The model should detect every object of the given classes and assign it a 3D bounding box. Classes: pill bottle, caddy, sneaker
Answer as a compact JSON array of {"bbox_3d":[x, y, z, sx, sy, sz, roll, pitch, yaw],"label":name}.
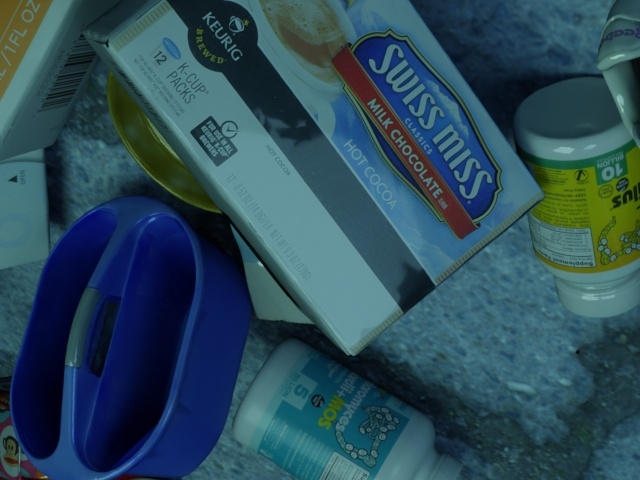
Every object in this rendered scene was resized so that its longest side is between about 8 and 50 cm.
[{"bbox_3d":[0.036,0.240,1.618,0.264,0.146,0.146,30,139,8],"label":"pill bottle"},{"bbox_3d":[-0.229,0.120,1.562,0.241,0.341,0.179,5,165,32],"label":"caddy"},{"bbox_3d":[0.248,-0.035,1.238,0.117,0.117,0.208,8,130,30],"label":"pill bottle"},{"bbox_3d":[0.322,-0.075,1.124,0.114,0.152,0.305,-25,111,44],"label":"sneaker"}]

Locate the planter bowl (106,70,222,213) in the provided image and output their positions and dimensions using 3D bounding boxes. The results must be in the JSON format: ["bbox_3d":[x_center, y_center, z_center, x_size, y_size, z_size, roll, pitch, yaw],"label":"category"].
[{"bbox_3d":[-0.110,-0.140,1.415,0.217,0.090,0.217,20,135,20],"label":"planter bowl"}]

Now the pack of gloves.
[{"bbox_3d":[0.000,0.000,1.519,0.195,0.046,0.232,3,133,18],"label":"pack of gloves"}]

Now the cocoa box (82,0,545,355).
[{"bbox_3d":[-0.011,-0.116,1.205,0.347,0.228,0.231,53,175,-16],"label":"cocoa box"}]

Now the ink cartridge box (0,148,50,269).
[{"bbox_3d":[-0.515,-0.065,1.573,0.091,0.384,0.308,57,152,36],"label":"ink cartridge box"}]

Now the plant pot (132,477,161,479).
[{"bbox_3d":[-0.333,0.485,2.024,0.191,0.284,0.284,2,129,49],"label":"plant pot"}]

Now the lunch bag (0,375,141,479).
[{"bbox_3d":[-0.332,0.247,1.821,0.293,0.258,0.120,9,103,49],"label":"lunch bag"}]

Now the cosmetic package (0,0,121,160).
[{"bbox_3d":[-0.438,-0.301,1.382,0.453,0.161,0.230,33,107,5],"label":"cosmetic package"}]
